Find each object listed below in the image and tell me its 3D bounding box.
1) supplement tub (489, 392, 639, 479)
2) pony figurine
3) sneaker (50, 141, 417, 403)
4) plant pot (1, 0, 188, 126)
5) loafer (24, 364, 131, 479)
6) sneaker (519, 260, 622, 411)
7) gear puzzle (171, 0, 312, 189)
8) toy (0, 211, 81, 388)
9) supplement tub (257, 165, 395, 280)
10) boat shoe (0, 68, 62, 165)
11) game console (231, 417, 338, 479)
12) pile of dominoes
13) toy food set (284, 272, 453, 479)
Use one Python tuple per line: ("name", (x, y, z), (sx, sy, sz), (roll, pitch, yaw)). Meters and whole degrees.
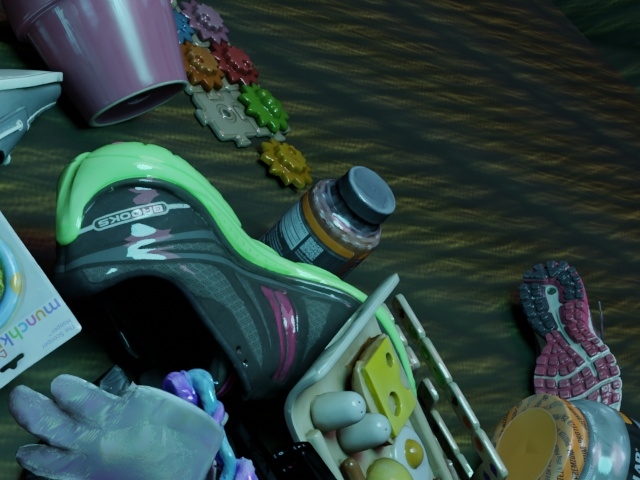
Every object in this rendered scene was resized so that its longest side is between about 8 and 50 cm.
("supplement tub", (0.364, 0.318, 1.583), (0.316, 0.193, 0.193), (29, 35, -25))
("pony figurine", (-0.154, 0.260, 1.003), (0.351, 0.303, 0.363), (18, 53, -53))
("sneaker", (-0.093, 0.097, 1.319), (0.483, 0.185, 0.202), (35, 54, -32))
("plant pot", (-0.250, -0.240, 1.519), (0.201, 0.201, 0.180), (-20, 86, -57))
("loafer", (-0.211, 0.179, 1.190), (0.061, 0.062, 0.170), (48, 32, -6))
("sneaker", (0.366, 0.172, 1.840), (0.112, 0.121, 0.299), (58, 23, -48))
("gear puzzle", (-0.117, -0.207, 1.759), (0.175, 0.044, 0.339), (-13, 63, -55))
("toy", (-0.338, 0.022, 1.147), (0.237, 0.137, 0.056), (52, -5, 14))
("supplement tub", (0.000, 0.000, 1.513), (0.106, 0.198, 0.106), (31, 34, -24))
("boat shoe", (-0.369, -0.118, 1.341), (0.319, 0.116, 0.099), (-41, 130, -66))
("game console", (-0.017, 0.253, 1.156), (0.361, 0.044, 0.213), (-139, -147, -66))
("pile of dominoes", (0.110, 0.195, 1.470), (0.040, 0.196, 0.251), (-22, 67, -19))
("toy food set", (0.090, 0.209, 1.259), (0.306, 0.092, 0.220), (66, 30, -15))
